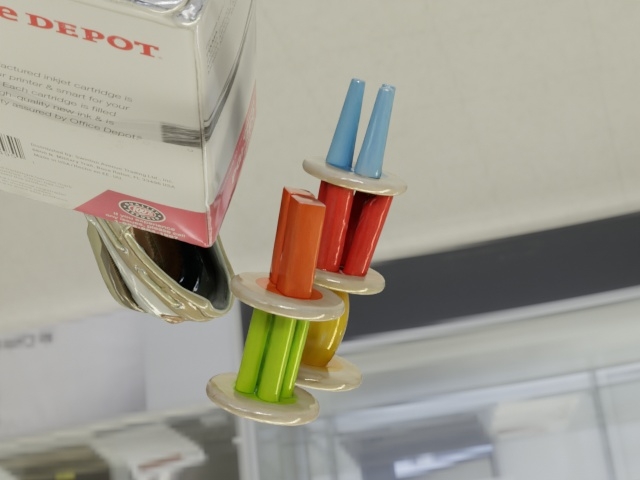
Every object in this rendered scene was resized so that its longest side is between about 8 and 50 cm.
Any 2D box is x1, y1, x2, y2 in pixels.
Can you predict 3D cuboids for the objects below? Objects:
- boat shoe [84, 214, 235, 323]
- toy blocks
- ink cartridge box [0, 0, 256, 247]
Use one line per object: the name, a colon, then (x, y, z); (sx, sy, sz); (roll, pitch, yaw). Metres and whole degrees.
boat shoe: (-0.145, -0.059, 1.161); (0.103, 0.113, 0.302); (15, 142, 38)
toy blocks: (0.000, 0.000, 0.691); (0.054, 0.148, 0.123); (16, -169, 15)
ink cartridge box: (-0.115, -0.098, 0.702); (0.159, 0.092, 0.218); (16, 157, 5)
